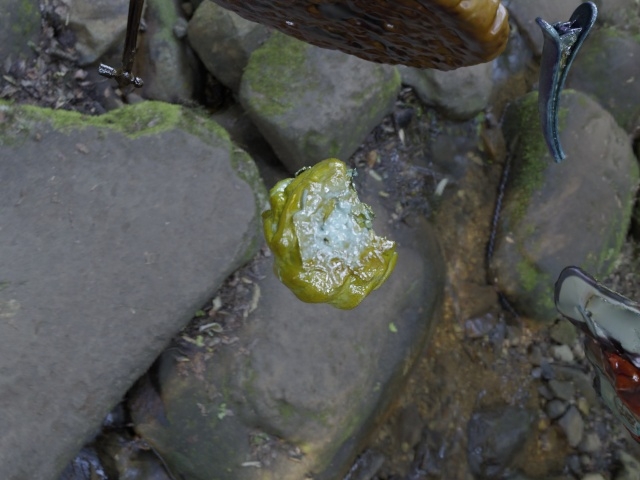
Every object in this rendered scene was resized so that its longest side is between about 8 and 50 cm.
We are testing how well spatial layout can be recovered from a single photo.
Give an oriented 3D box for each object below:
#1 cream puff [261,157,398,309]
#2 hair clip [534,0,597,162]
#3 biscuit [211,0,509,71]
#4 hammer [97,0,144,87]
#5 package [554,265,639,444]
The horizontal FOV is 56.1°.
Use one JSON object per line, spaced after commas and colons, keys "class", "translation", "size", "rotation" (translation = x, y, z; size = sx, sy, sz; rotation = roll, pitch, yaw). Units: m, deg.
{"class": "cream puff", "translation": [-0.005, 0.003, 0.913], "size": [0.195, 0.195, 0.221], "rotation": [-28, 91, -37]}
{"class": "hair clip", "translation": [0.359, -0.224, 0.921], "size": [0.083, 0.048, 0.275], "rotation": [-21, 138, -5]}
{"class": "biscuit", "translation": [-0.010, -0.219, 0.460], "size": [0.334, 0.289, 0.081], "rotation": [15, 97, -39]}
{"class": "hammer", "translation": [-0.258, -0.287, 0.808], "size": [0.065, 0.178, 0.021], "rotation": [13, 42, -16]}
{"class": "package", "translation": [0.231, 0.119, 0.400], "size": [0.040, 0.166, 0.232], "rotation": [-37, 133, -1]}
